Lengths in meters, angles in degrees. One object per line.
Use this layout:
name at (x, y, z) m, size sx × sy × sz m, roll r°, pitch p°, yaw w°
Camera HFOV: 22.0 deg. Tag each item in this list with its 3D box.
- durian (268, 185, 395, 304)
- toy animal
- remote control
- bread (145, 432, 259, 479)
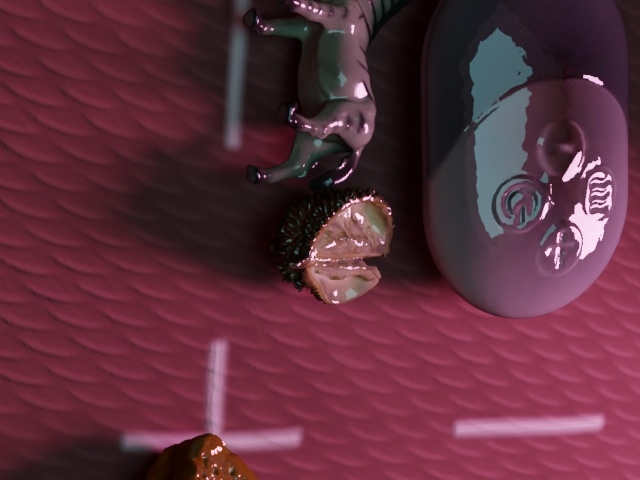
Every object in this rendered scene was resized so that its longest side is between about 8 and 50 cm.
durian at (-0.002, 0.002, 1.380) m, size 0.140 × 0.071 × 0.110 m, roll -13°, pitch 120°, yaw -53°
toy animal at (0.019, -0.149, 1.367) m, size 0.176 × 0.073 × 0.217 m, roll 1°, pitch 92°, yaw -40°
remote control at (0.183, -0.094, 1.461) m, size 0.221 × 0.103 × 0.332 m, roll -8°, pitch 100°, yaw -32°
bread at (-0.058, 0.293, 1.371) m, size 0.271 × 0.077 × 0.139 m, roll 52°, pitch 40°, yaw -28°
